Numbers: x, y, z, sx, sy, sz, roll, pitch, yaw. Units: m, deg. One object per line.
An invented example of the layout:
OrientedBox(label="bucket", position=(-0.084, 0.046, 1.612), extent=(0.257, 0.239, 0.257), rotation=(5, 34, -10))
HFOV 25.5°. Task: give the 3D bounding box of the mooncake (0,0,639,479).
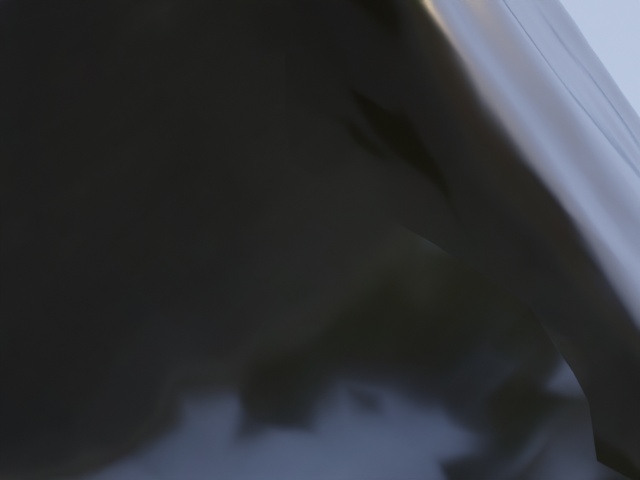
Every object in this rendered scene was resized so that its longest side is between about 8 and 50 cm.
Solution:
OrientedBox(label="mooncake", position=(0.000, 0.000, 0.584), extent=(0.262, 0.467, 0.467), rotation=(-38, -144, 18))
